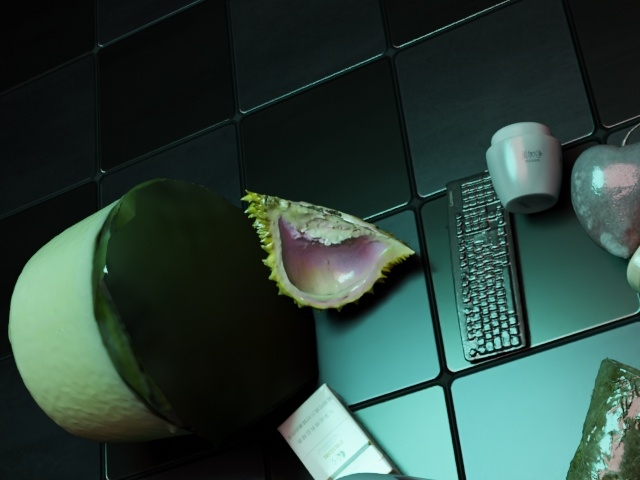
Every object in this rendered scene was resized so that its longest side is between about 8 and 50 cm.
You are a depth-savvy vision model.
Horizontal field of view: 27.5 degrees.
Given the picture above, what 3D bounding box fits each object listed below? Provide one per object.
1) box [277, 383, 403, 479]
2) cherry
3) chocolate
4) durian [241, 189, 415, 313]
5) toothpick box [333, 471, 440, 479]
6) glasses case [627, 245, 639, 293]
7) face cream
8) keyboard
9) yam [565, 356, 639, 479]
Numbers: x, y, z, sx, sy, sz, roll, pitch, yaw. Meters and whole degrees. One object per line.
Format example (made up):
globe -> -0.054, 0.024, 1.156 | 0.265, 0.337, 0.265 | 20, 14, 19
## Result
box -> 0.022, 0.253, 1.559 | 0.084, 0.040, 0.154 | -43, 52, 2
cherry -> 0.373, -0.055, 1.464 | 0.188, 0.115, 0.148 | -4, 44, 24
chocolate -> -0.219, 0.117, 1.633 | 0.297, 0.314, 0.326 | -32, 90, 37
durian -> 0.002, -0.001, 1.634 | 0.165, 0.182, 0.132 | 65, 150, 25
toothpick box -> 0.118, 0.367, 1.317 | 0.354, 0.263, 0.263 | 2, 66, 29
glasses case -> 0.414, -0.017, 1.435 | 0.050, 0.083, 0.196 | 36, 85, 38
face cream -> 0.247, -0.087, 1.571 | 0.091, 0.091, 0.095 | -15, 66, 24
keyboard -> 0.197, 0.026, 1.588 | 0.087, 0.017, 0.250 | -16, 59, 22
yam -> 0.317, 0.214, 1.362 | 0.107, 0.107, 0.183 | 13, 75, 36
